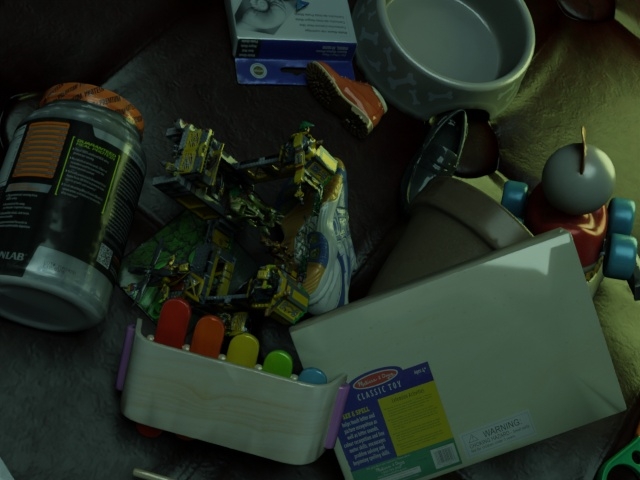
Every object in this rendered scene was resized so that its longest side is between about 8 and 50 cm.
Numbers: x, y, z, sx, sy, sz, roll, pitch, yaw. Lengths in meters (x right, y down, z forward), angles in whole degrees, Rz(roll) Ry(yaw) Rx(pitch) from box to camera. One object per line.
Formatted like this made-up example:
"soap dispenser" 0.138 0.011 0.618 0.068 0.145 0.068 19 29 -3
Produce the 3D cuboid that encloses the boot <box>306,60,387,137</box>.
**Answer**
"boot" 0.045 -0.256 1.616 0.158 0.059 0.084 47 58 -3

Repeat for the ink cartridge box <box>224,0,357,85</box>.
"ink cartridge box" -0.051 -0.377 1.642 0.223 0.045 0.224 -3 68 -20

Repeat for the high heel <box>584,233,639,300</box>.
"high heel" 0.419 0.039 1.611 0.261 0.093 0.186 -4 39 -3

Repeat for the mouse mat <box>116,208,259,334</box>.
"mouse mat" -0.202 0.044 1.421 0.152 0.007 0.189 45 62 5

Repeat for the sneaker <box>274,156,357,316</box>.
"sneaker" 0.000 0.000 1.466 0.131 0.112 0.296 53 33 -38

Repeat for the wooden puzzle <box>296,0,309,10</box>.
"wooden puzzle" -0.047 -0.456 1.645 0.078 0.014 0.116 -26 73 -27

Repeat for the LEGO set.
"LEGO set" -0.131 -0.040 1.324 0.192 0.255 0.331 38 62 -46

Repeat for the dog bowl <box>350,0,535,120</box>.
"dog bowl" 0.230 -0.378 1.705 0.348 0.102 0.349 7 64 -15

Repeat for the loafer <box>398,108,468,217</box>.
"loafer" 0.193 -0.133 1.592 0.076 0.078 0.223 28 61 -4

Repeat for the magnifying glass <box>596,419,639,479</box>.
"magnifying glass" 0.509 0.342 1.512 0.092 0.026 0.231 34 62 -1

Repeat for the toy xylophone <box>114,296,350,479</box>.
"toy xylophone" -0.134 0.229 1.259 0.322 0.081 0.236 23 104 1

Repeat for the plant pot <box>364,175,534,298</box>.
"plant pot" 0.188 0.070 1.421 0.229 0.263 0.263 -44 85 -13

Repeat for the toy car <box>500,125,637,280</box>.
"toy car" 0.406 -0.085 1.501 0.219 0.238 0.210 11 38 10

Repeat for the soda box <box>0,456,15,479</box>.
"soda box" -0.402 0.357 1.160 0.098 0.091 0.286 -30 79 -28

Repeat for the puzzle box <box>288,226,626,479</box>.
"puzzle box" 0.189 0.175 1.309 0.409 0.052 0.272 -19 100 2

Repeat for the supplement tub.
"supplement tub" -0.355 -0.049 1.305 0.193 0.193 0.316 16 63 -11
